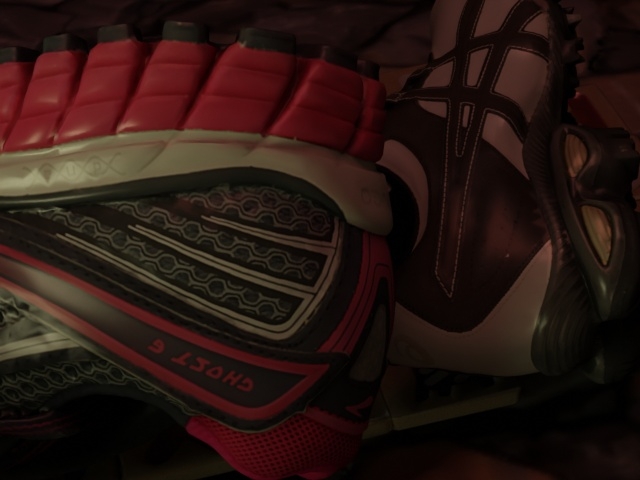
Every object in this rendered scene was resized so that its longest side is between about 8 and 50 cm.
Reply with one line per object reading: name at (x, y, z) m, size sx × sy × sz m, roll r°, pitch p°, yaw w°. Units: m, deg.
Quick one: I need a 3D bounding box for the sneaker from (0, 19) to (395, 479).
sneaker at (-0.124, 0.017, 0.455) m, size 0.299 × 0.112 × 0.121 m, roll -7°, pitch -8°, yaw 27°

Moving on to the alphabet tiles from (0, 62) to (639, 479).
alphabet tiles at (0.000, 0.000, 0.548) m, size 0.237 × 0.009 × 0.198 m, roll -13°, pitch 35°, yaw -6°

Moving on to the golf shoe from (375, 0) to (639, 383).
golf shoe at (0.041, -0.032, 0.512) m, size 0.094 × 0.077 × 0.198 m, roll -8°, pitch 34°, yaw 0°
